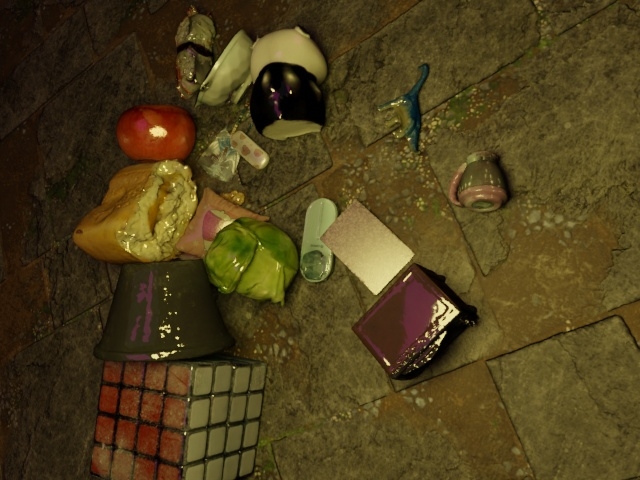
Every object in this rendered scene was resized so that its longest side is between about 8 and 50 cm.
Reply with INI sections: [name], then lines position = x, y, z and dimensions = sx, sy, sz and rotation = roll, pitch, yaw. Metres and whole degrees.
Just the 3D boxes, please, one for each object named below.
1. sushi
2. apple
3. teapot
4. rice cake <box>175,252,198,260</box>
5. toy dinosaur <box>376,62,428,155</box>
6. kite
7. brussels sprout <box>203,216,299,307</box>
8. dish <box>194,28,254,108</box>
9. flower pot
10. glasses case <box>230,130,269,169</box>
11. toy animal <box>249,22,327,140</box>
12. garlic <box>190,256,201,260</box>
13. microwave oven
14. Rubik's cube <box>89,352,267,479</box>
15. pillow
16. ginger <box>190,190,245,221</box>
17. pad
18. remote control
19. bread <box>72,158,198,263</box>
[sushi]
position = -0.440, -0.661, 1.846
dimensions = 0.129, 0.124, 0.332
rotation = -13, 76, 37
[apple]
position = -0.560, -0.360, 1.786
dimensions = 0.271, 0.251, 0.207
rotation = 5, 98, 12
[teapot]
position = 0.404, -0.147, 1.324
dimensions = 0.116, 0.148, 0.146
rotation = 8, 70, -7
[rice cake]
position = -0.459, 0.045, 1.775
dimensions = 0.206, 0.036, 0.047
rotation = 15, 88, 30
[toy dinosaur]
position = 0.270, -0.358, 1.444
dimensions = 0.188, 0.075, 0.248
rotation = -33, 61, 11
[kite]
position = -0.292, -0.346, 1.773
dimensions = 0.169, 0.015, 0.310
rotation = 38, 100, 27
[brussels sprout]
position = -0.194, 0.062, 1.497
dimensions = 0.259, 0.294, 0.227
rotation = 27, 110, -15
[dish]
position = -0.283, -0.533, 1.696
dimensions = 0.120, 0.303, 0.303
rotation = 33, 99, -13
[flower pot]
position = -0.433, 0.180, 1.430
dimensions = 0.379, 0.379, 0.251
rotation = -2, 90, 28
[glasses case]
position = -0.232, -0.297, 1.709
dimensions = 0.164, 0.041, 0.063
rotation = 44, 101, 21
[toy animal]
position = -0.099, -0.481, 1.576
dimensions = 0.250, 0.251, 0.310
rotation = -10, 83, 26
[garlic]
position = -0.373, 0.085, 1.678
dimensions = 0.152, 0.084, 0.066
rotation = 26, 112, 0
[microwave oven]
position = 0.239, 0.208, 1.289
dimensions = 0.247, 0.178, 0.188
rotation = -49, 63, 12
[Rubik's cube]
position = -0.391, 0.493, 1.485
dimensions = 0.344, 0.337, 0.344
rotation = 2, 82, 30
[pillow]
position = -0.309, -0.026, 1.646
dimensions = 0.236, 0.084, 0.223
rotation = 25, 91, -4
[ginger]
position = -0.331, -0.069, 1.720
dimensions = 0.193, 0.052, 0.177
rotation = -8, 87, 14
[pad]
position = 0.126, 0.016, 1.454
dimensions = 0.158, 0.003, 0.235
rotation = -47, 72, 4
[remote control]
position = 0.000, 0.000, 1.528
dimensions = 0.104, 0.052, 0.248
rotation = 5, 83, 29
[bread]
position = -0.610, -0.073, 1.754
dimensions = 0.394, 0.250, 0.361
rotation = -5, 51, 38
